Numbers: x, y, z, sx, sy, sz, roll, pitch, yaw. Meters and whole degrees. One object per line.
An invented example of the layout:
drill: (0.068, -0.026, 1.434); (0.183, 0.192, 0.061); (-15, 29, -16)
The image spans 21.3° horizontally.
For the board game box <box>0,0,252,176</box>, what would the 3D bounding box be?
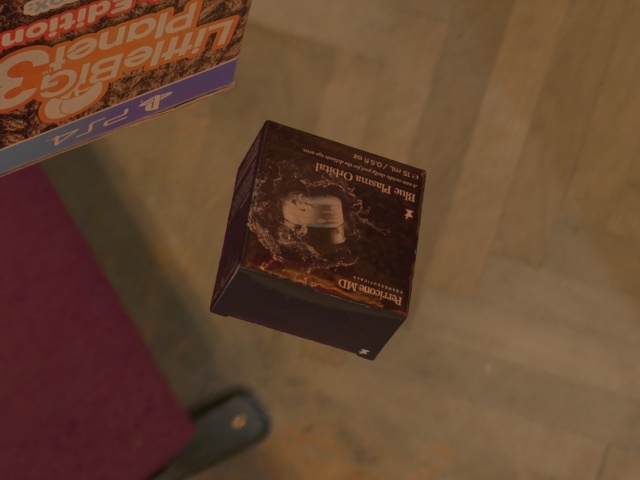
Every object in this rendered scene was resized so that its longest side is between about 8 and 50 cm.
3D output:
board game box: (-0.128, -0.203, 0.678); (0.232, 0.141, 0.291); (60, 158, 19)

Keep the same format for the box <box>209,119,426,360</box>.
box: (0.000, 0.000, 1.488); (0.156, 0.158, 0.093); (17, 147, -12)
